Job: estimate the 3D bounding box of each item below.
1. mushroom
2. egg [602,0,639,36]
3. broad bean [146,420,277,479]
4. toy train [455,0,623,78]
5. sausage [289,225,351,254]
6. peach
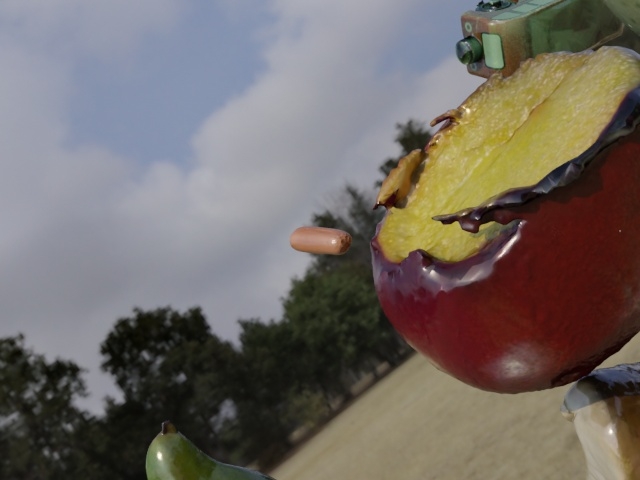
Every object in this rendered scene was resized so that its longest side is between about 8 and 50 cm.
[{"bbox_3d":[0.487,0.281,1.336,0.313,0.224,0.397,-36,-47,-5],"label":"mushroom"},{"bbox_3d":[0.361,-0.283,0.812,0.287,0.288,0.379,-42,-22,31],"label":"egg"},{"bbox_3d":[-0.009,0.251,0.704,0.075,0.325,0.067,-37,8,16],"label":"broad bean"},{"bbox_3d":[0.383,-0.372,1.728,0.326,0.129,0.159,-27,29,-26],"label":"toy train"},{"bbox_3d":[0.000,0.000,1.225,0.083,0.034,0.034,4,19,38],"label":"sausage"},{"bbox_3d":[0.262,-0.035,1.194,0.353,0.339,0.417,9,-67,-20],"label":"peach"}]
